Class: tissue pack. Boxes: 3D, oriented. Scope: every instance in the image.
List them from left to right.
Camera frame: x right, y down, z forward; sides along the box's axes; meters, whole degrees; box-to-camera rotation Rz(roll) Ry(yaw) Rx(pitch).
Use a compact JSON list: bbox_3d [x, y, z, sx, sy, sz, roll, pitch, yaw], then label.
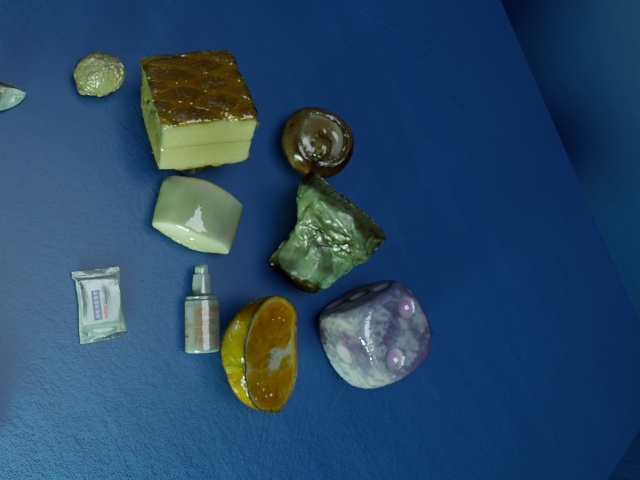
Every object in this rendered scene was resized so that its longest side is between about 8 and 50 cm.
[{"bbox_3d":[-0.591,0.171,1.522,0.122,0.026,0.193,-7,88,-32],"label":"tissue pack"}]

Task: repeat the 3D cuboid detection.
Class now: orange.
[{"bbox_3d":[-0.164,0.318,1.638,0.274,0.274,0.310,6,121,-31],"label":"orange"}]

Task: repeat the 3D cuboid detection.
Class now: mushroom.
[{"bbox_3d":[-0.013,-0.322,1.869,0.253,0.153,0.253,8,72,-26],"label":"mushroom"}]

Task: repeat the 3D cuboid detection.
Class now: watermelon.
[{"bbox_3d":[-0.796,-0.378,1.443,0.085,0.061,0.085,2,85,-22],"label":"watermelon"}]

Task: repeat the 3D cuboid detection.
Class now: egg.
[{"bbox_3d":[-0.602,-0.453,1.544,0.140,0.116,0.118,-17,117,-6],"label":"egg"}]

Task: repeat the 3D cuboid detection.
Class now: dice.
[{"bbox_3d":[0.175,0.299,1.841,0.271,0.270,0.270,-28,99,-32],"label":"dice"}]

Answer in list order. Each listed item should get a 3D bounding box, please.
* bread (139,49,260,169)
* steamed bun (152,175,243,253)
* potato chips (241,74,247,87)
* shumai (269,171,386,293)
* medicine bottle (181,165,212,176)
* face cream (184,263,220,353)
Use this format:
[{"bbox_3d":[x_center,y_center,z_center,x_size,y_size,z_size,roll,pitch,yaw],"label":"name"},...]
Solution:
[{"bbox_3d":[-0.347,-0.362,1.577,0.278,0.207,0.279,-14,62,-25],"label":"bread"},{"bbox_3d":[-0.345,-0.079,1.633,0.250,0.154,0.200,25,71,-30],"label":"steamed bun"},{"bbox_3d":[-0.322,-0.474,1.776,0.142,0.026,0.209,47,65,-22],"label":"potato chips"},{"bbox_3d":[0.000,0.000,1.782,0.324,0.397,0.323,37,96,-2],"label":"shumai"},{"bbox_3d":[-0.325,-0.272,1.708,0.216,0.090,0.091,-31,101,-32],"label":"medicine bottle"},{"bbox_3d":[-0.341,0.194,1.633,0.101,0.101,0.252,1,83,-32],"label":"face cream"}]
